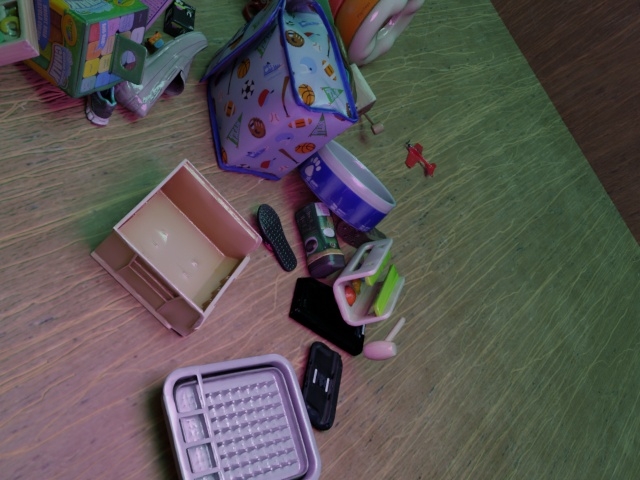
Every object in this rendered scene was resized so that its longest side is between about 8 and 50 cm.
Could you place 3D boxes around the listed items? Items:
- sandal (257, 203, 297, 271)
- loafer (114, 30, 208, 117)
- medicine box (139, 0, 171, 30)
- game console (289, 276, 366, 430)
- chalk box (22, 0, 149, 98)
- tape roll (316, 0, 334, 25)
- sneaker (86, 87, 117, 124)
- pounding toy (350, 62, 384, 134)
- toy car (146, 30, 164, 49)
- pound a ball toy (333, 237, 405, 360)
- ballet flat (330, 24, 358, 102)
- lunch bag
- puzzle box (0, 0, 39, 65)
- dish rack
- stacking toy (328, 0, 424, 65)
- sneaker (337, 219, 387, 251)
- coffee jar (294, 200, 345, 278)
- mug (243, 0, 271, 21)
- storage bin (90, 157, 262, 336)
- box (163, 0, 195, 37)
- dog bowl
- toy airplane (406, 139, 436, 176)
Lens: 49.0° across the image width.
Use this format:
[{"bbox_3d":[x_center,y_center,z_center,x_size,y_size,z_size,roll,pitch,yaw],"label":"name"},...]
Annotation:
[{"bbox_3d":[-0.115,-0.003,1.711,0.067,0.040,0.179,-38,109,-44],"label":"sandal"},{"bbox_3d":[-0.361,-0.394,1.655,0.111,0.112,0.319,52,48,-15],"label":"loafer"},{"bbox_3d":[-0.437,-0.643,1.585,0.263,0.289,0.149,37,47,-24],"label":"medicine box"},{"bbox_3d":[0.004,0.262,1.656,0.213,0.044,0.361,35,44,-24],"label":"game console"},{"bbox_3d":[-0.476,-0.416,1.414,0.289,0.180,0.179,35,39,12],"label":"chalk box"},{"bbox_3d":[-0.049,-0.729,2.047,0.321,0.077,0.321,159,-90,-90],"label":"tape roll"},{"bbox_3d":[-0.475,-0.336,1.520,0.065,0.076,0.166,-4,69,-47],"label":"sneaker"},{"bbox_3d":[0.105,-0.399,2.124,0.094,0.181,0.206,-31,89,-8],"label":"pounding toy"},{"bbox_3d":[-0.421,-0.456,1.691,0.122,0.060,0.040,-47,109,-21],"label":"toy car"},{"bbox_3d":[0.121,0.145,1.744,0.319,0.136,0.208,-50,123,-66],"label":"pound a ball toy"},{"bbox_3d":[0.045,-0.434,1.908,0.124,0.116,0.342,37,35,-52],"label":"ballet flat"},{"bbox_3d":[-0.122,-0.396,1.725,0.239,0.328,0.385,10,61,-43],"label":"lunch bag"},{"bbox_3d":[-0.678,-0.486,1.292,0.052,0.272,0.408,73,2,-71],"label":"puzzle box"},{"bbox_3d":[-0.162,0.382,1.391,0.333,0.072,0.285,-1,66,-45],"label":"dish rack"},{"bbox_3d":[0.069,-0.832,2.251,0.480,0.350,0.350,44,40,7],"label":"stacking toy"},{"bbox_3d":[0.111,-0.022,1.938,0.188,0.066,0.071,30,31,-36],"label":"sneaker"},{"bbox_3d":[0.000,0.000,1.773,0.079,0.096,0.184,3,65,-41],"label":"coffee jar"},{"bbox_3d":[-0.133,-0.650,2.062,0.169,0.150,0.113,64,2,0],"label":"mug"},{"bbox_3d":[-0.285,0.017,1.455,0.260,0.123,0.262,47,41,-13],"label":"storage bin"},{"bbox_3d":[-0.360,-0.564,1.796,0.062,0.052,0.083,21,53,-34],"label":"box"},{"bbox_3d":[0.069,-0.147,1.845,0.265,0.104,0.265,40,15,-14],"label":"dog bowl"},{"bbox_3d":[0.333,-0.269,2.328,0.151,0.028,0.151,26,49,-33],"label":"toy airplane"}]
